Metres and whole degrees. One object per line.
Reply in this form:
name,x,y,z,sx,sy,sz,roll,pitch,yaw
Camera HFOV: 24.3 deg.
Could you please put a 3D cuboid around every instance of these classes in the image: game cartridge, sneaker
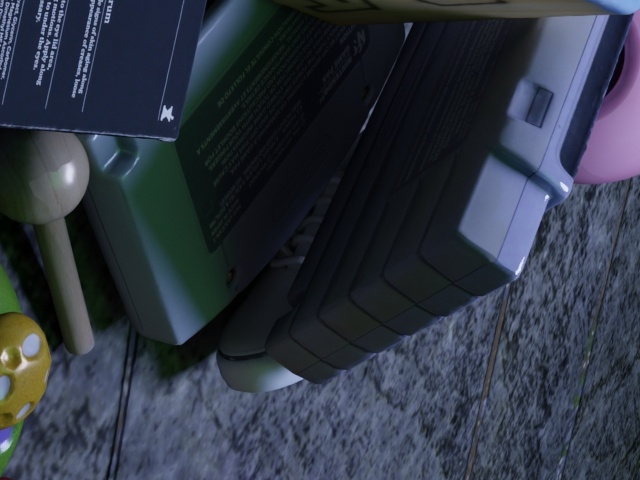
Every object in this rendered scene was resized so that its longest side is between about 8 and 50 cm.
game cartridge,0.099,-0.092,0.905,0.068,0.230,0.355,36,58,-18
game cartridge,-0.041,-0.089,0.895,0.294,0.060,0.196,-55,145,-33
sneaker,0.000,0.000,1.009,0.258,0.094,0.091,-51,129,-45

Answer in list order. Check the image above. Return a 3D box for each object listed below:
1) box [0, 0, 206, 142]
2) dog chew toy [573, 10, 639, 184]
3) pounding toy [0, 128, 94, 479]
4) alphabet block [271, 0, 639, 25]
box,-0.120,-0.181,0.625,0.184,0.103,0.261,0,105,-60
dog chew toy,0.240,-0.156,1.253,0.332,0.207,0.206,-17,121,-68
pounding toy,-0.157,0.071,0.695,0.237,0.110,0.183,-49,145,-39
alphabet block,0.044,-0.219,0.750,0.193,0.197,0.192,12,83,-51
